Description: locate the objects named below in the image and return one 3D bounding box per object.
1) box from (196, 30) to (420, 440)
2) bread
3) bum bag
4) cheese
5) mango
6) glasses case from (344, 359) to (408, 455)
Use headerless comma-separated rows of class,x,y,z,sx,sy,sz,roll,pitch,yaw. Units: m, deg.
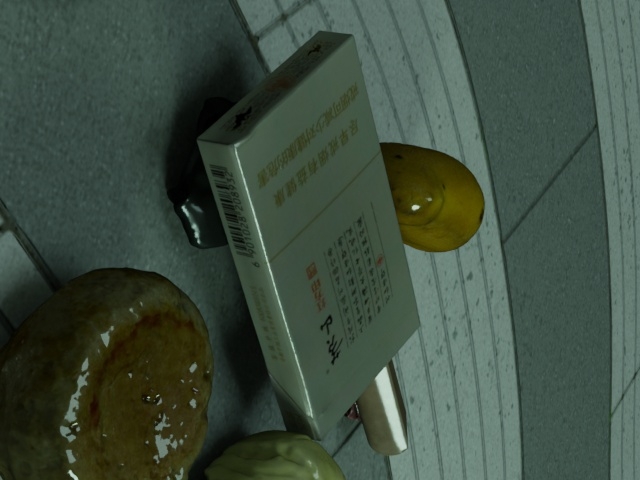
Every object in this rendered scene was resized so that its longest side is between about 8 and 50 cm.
box,0.000,0.000,1.542,0.204,0.051,0.365,-46,134,-38
bread,-0.189,0.134,1.300,0.230,0.123,0.230,-25,121,-54
bum bag,-0.041,-0.089,1.569,0.326,0.079,0.142,-26,119,-56
cheese,-0.057,0.310,1.562,0.214,0.117,0.226,-46,135,-42
mango,0.105,-0.055,1.736,0.262,0.157,0.109,40,72,-77
glasses case,0.047,0.143,1.783,0.102,0.070,0.194,-89,166,-62
